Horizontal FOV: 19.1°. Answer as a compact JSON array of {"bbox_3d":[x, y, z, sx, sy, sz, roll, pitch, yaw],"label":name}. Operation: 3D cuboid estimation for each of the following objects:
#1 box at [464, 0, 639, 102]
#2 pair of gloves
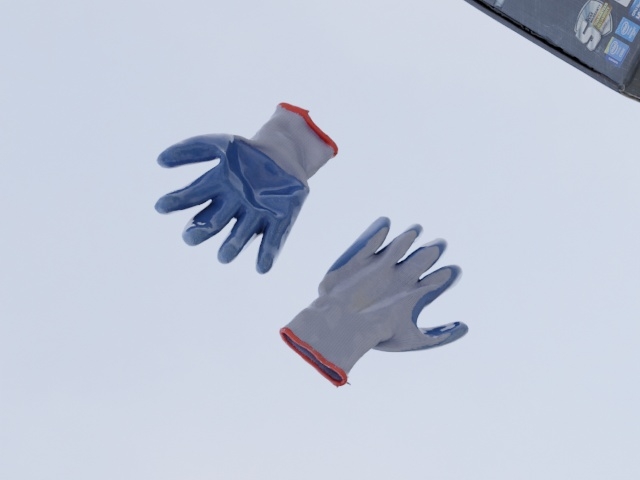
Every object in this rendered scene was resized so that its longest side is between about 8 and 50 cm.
[{"bbox_3d":[0.176,-0.215,1.068,0.059,0.183,0.233,15,-72,-46],"label":"box"},{"bbox_3d":[0.000,0.000,1.104,0.198,0.023,0.159,42,-139,6],"label":"pair of gloves"}]
